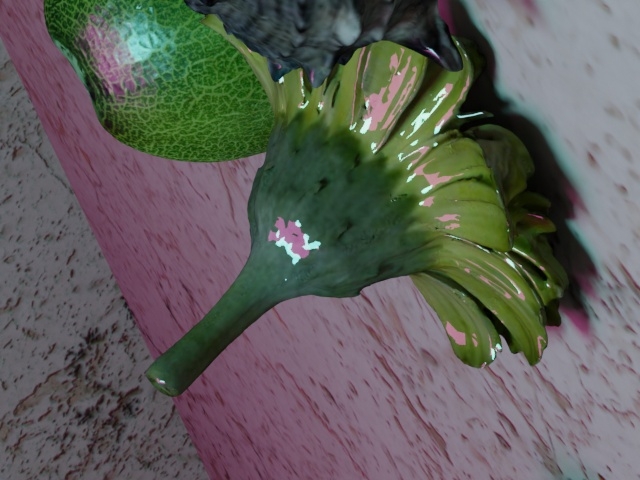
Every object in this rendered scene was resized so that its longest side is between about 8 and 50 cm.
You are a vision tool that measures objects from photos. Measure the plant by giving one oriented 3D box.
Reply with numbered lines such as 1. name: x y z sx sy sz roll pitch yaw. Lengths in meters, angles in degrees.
1. plant: 0.028 -0.012 1.259 0.306 0.297 0.261 35 -171 23

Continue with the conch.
1. conch: -0.008 -0.216 1.008 0.313 0.186 0.240 75 -173 -70

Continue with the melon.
1. melon: -0.110 -0.171 1.421 0.265 0.169 0.129 58 165 -3
